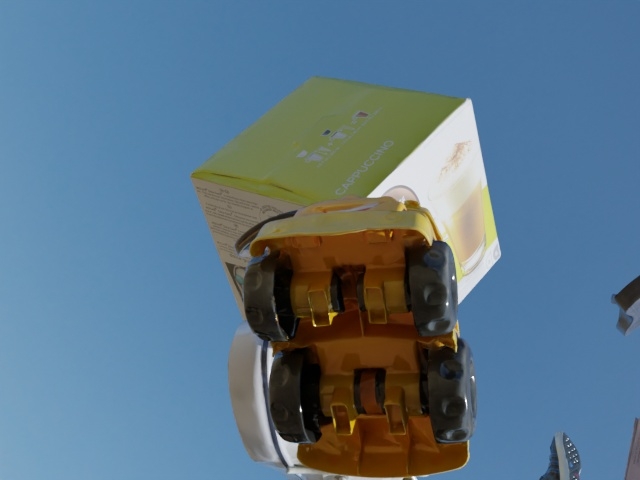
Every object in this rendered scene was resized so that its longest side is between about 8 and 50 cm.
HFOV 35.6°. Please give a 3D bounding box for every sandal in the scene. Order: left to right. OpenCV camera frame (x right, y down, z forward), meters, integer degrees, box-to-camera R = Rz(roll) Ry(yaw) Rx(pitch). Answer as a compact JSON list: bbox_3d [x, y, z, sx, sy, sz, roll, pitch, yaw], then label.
[{"bbox_3d":[0.000,0.000,1.261,0.090,0.219,0.060,92,-9,-70],"label":"sandal"},{"bbox_3d":[0.458,0.076,1.433,0.054,0.097,0.254,53,3,23],"label":"sandal"}]

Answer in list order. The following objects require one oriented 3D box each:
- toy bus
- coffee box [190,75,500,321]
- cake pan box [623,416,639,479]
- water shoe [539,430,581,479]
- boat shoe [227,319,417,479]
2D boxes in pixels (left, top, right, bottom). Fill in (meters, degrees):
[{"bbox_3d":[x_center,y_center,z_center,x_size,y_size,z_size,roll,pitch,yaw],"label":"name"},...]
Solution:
[{"bbox_3d":[0.047,0.040,0.777,0.149,0.211,0.220,-3,-58,17],"label":"toy bus"},{"bbox_3d":[0.052,-0.041,1.672,0.338,0.337,0.334,16,-43,38],"label":"coffee box"},{"bbox_3d":[0.512,0.375,1.286,0.245,0.267,0.070,2,-31,32],"label":"cake pan box"},{"bbox_3d":[0.435,0.433,1.848,0.080,0.203,0.073,-31,-70,24],"label":"water shoe"},{"bbox_3d":[0.038,0.198,0.981,0.156,0.136,0.367,-6,-44,20],"label":"boat shoe"}]
